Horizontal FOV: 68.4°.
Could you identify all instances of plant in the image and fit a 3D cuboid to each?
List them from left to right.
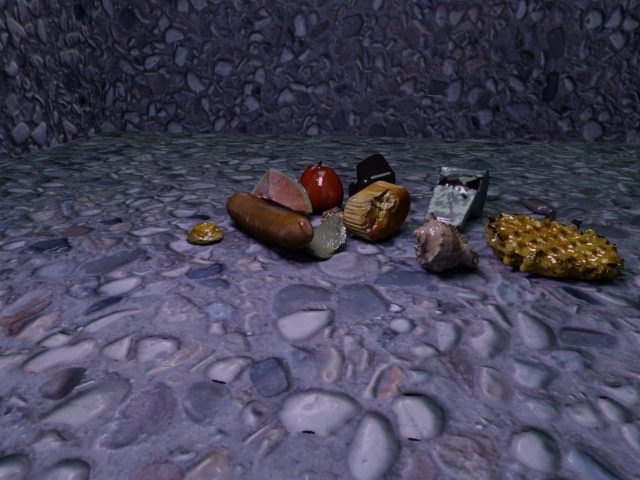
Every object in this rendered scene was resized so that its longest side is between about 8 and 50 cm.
[{"bbox_3d":[0.060,-0.056,1.642,0.122,0.104,0.117,17,41,-48],"label":"plant"}]

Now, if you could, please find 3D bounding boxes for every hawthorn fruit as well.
[{"bbox_3d":[0.003,-0.207,1.823,0.185,0.202,0.185,-3,14,1],"label":"hawthorn fruit"}]

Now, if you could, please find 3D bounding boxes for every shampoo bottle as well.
[{"bbox_3d":[0.873,-0.129,1.862,0.080,0.040,0.165,-1,22,-7],"label":"shampoo bottle"}]

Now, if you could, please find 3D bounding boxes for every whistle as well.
[{"bbox_3d":[0.512,-0.172,1.761,0.168,0.188,0.404,12,25,26],"label":"whistle"}]

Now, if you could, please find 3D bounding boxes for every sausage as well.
[{"bbox_3d":[-0.165,-0.060,1.532,0.123,0.136,0.501,-31,31,-23],"label":"sausage"}]

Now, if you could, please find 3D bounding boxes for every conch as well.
[{"bbox_3d":[0.357,0.011,1.347,0.245,0.178,0.163,21,-29,-21],"label":"conch"}]

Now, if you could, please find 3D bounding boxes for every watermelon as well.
[{"bbox_3d":[-0.135,-0.174,1.751,0.231,0.146,0.128,23,-22,-11],"label":"watermelon"}]

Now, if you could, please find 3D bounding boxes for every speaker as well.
[{"bbox_3d":[0.193,-0.224,1.914,0.184,0.180,0.388,-5,22,1],"label":"speaker"}]

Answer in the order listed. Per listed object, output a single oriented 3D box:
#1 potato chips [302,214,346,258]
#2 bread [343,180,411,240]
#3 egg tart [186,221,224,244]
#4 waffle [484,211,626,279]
[{"bbox_3d":[-0.001,-0.006,1.500,0.167,0.059,0.228,5,35,34],"label":"potato chips"},{"bbox_3d":[0.200,-0.099,1.588,0.133,0.179,0.250,24,31,37],"label":"bread"},{"bbox_3d":[-0.379,-0.027,1.561,0.130,0.052,0.130,-1,19,0],"label":"egg tart"},{"bbox_3d":[0.695,0.015,1.427,0.382,0.095,0.380,7,23,10],"label":"waffle"}]
